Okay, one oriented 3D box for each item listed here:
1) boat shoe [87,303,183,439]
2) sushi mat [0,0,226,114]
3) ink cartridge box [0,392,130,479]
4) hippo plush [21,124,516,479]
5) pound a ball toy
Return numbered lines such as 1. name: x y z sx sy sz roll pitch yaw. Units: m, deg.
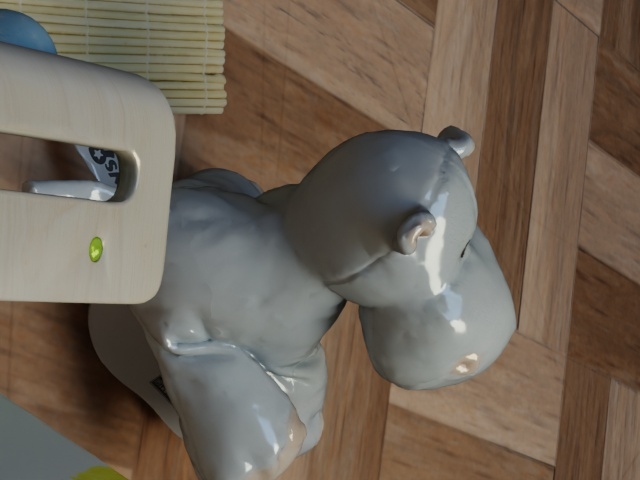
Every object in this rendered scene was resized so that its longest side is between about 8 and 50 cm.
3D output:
1. boat shoe: -0.114 0.081 1.348 0.142 0.049 0.040 56 9 -31
2. sushi mat: -0.157 -0.158 1.303 0.316 0.019 0.151 -5 95 -58
3. ink cartridge box: -0.183 0.220 0.842 0.160 0.384 0.279 0 114 -58
4. hippo plush: 0.000 0.000 1.292 0.294 0.236 0.234 63 19 -22
5. pound a ball toy: -0.227 -0.047 0.832 0.319 0.208 0.136 7 86 -65
